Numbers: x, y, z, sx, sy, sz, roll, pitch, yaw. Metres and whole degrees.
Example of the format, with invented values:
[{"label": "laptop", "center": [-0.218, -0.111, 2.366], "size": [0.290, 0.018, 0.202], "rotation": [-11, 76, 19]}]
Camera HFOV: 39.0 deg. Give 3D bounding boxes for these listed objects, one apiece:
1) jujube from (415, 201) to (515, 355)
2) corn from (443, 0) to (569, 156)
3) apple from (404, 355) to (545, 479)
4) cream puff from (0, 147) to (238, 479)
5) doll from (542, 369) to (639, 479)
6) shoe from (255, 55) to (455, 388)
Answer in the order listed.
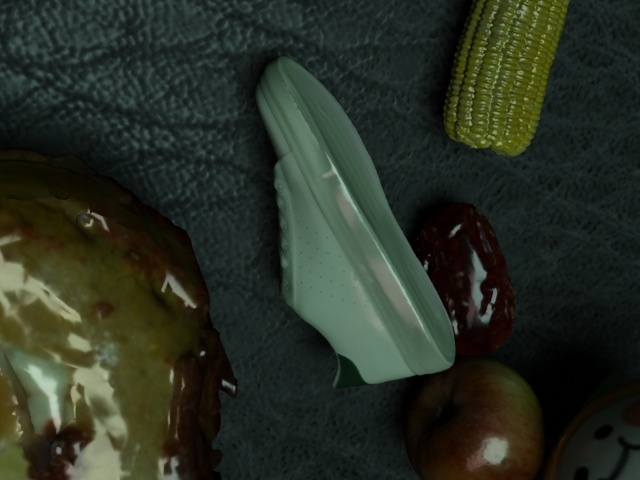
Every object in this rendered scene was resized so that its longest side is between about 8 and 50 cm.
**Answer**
[{"label": "jujube", "center": [0.119, 0.031, 0.741], "size": [0.077, 0.077, 0.129], "rotation": [-15, 106, -14]}, {"label": "corn", "center": [0.147, -0.149, 0.696], "size": [0.085, 0.063, 0.165], "rotation": [14, 100, -13]}, {"label": "apple", "center": [0.132, 0.161, 0.759], "size": [0.102, 0.126, 0.126], "rotation": [27, 97, -26]}, {"label": "cream puff", "center": [-0.217, 0.115, 0.562], "size": [0.350, 0.228, 0.350], "rotation": [2, 84, -23]}, {"label": "doll", "center": [0.264, 0.210, 0.738], "size": [0.213, 0.236, 0.213], "rotation": [-3, 97, -24]}, {"label": "shoe", "center": [0.000, 0.000, 0.678], "size": [0.110, 0.095, 0.265], "rotation": [-26, 100, 22]}]
